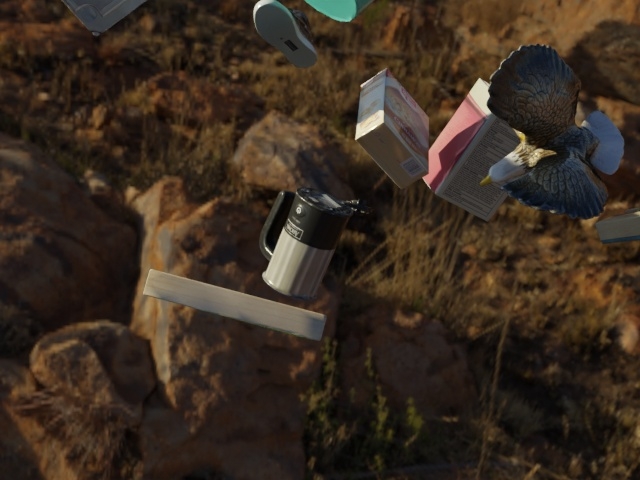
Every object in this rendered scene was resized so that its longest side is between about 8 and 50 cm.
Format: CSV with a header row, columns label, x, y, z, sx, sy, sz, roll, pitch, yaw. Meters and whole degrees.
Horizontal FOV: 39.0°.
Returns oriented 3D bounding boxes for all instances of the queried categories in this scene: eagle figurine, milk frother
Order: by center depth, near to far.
label,x,y,z,sx,sy,sz,roll,pitch,yaw
milk frother,0.000,0.000,1.266,0.143,0.134,0.129,13,21,-28
eagle figurine,0.333,-0.137,1.331,0.226,0.225,0.298,31,-1,8

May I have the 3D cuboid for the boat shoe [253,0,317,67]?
label,x,y,z,sx,sy,sz,roll,pitch,yaw
boat shoe,-0.066,-0.380,1.575,0.065,0.183,0.083,-20,61,17

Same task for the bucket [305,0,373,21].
label,x,y,z,sx,sy,sz,roll,pitch,yaw
bucket,0.028,-0.498,1.431,0.281,0.281,0.183,38,80,30

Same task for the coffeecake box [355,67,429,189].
label,x,y,z,sx,sy,sz,roll,pitch,yaw
coffeecake box,0.138,-0.211,1.700,0.142,0.068,0.185,44,32,-28

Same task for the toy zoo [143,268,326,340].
label,x,y,z,sx,sy,sz,roll,pitch,yaw
toy zoo,-0.106,0.077,1.074,0.192,0.030,0.293,16,-6,-6

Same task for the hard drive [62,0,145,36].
label,x,y,z,sx,sy,sz,roll,pitch,yaw
hard drive,-0.418,-0.555,1.583,0.237,0.339,0.064,-30,34,16

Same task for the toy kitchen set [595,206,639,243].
label,x,y,z,sx,sy,sz,roll,pitch,yaw
toy kitchen set,0.656,0.006,1.706,0.207,0.166,0.122,-21,4,-26

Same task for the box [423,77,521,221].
label,x,y,z,sx,sy,sz,roll,pitch,yaw
box,0.330,-0.182,1.828,0.149,0.232,0.127,25,20,-26
